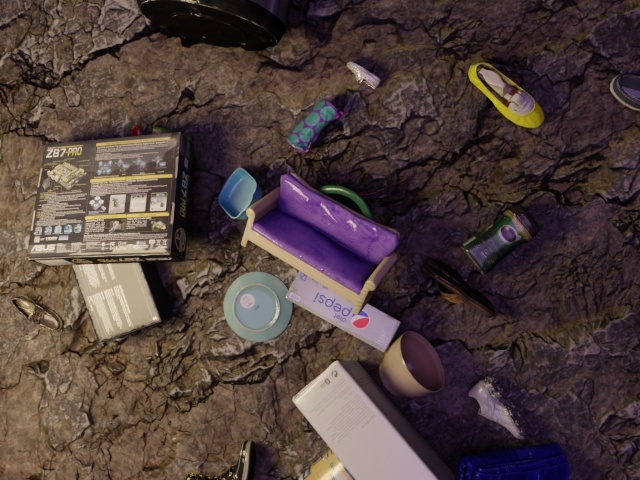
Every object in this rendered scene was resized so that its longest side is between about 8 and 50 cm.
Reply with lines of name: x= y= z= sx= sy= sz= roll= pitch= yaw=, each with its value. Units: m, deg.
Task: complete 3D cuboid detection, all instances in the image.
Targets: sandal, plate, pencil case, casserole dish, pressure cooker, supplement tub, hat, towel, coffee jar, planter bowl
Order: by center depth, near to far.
pressure cooker: x=-0.231 y=-0.706 z=1.469 sx=0.375 sy=0.370 sz=0.421 roll=12 pitch=91 yaw=23
towel: x=0.464 y=0.615 z=1.482 sx=0.308 sy=0.076 sz=0.228 roll=3 pitch=90 yaw=-25
coffee jar: x=0.450 y=-0.005 z=1.544 sx=0.184 sy=0.079 sz=0.096 roll=-38 pitch=84 yaw=6
planter bowl: x=0.217 y=0.324 z=1.547 sx=0.109 sy=0.162 sz=0.162 roll=-39 pitch=86 yaw=32
supplement tub: x=0.035 y=0.617 z=1.564 sx=0.199 sy=0.144 sz=0.144 roll=-43 pitch=86 yaw=5
sandal: x=0.344 y=0.130 z=1.567 sx=0.219 sy=0.090 sz=0.060 roll=37 pitch=116 yaw=-2
casserole dish: x=-0.203 y=-0.116 z=1.588 sx=0.037 sy=0.188 sz=0.114 roll=30 pitch=97 yaw=-35
pencil case: x=-0.016 y=-0.294 z=1.600 sx=0.070 sy=0.064 sz=0.152 roll=44 pitch=96 yaw=20
hat: x=0.099 y=-0.093 z=1.610 sx=0.208 sy=0.183 sz=0.173 roll=18 pitch=125 yaw=22
plate: x=-0.168 y=0.177 z=1.642 sx=0.188 sy=0.024 sz=0.188 roll=0 pitch=91 yaw=6

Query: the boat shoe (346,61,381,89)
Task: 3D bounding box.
boat shoe: x=0.107 y=-0.425 z=1.601 sx=0.100 sy=0.035 sz=0.035 roll=32 pitch=91 yaw=-2

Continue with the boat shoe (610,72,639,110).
boat shoe: x=0.835 y=-0.343 z=1.497 sx=0.254 sy=0.079 sz=0.095 roll=28 pitch=94 yaw=5

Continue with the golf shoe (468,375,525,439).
golf shoe: x=0.447 y=0.432 z=1.567 sx=0.086 sy=0.069 sz=0.176 roll=-37 pitch=83 yaw=26

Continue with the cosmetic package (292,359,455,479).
cosmetic package: x=0.134 y=0.477 z=1.476 sx=0.156 sy=0.217 sz=0.385 roll=-43 pitch=69 yaw=5

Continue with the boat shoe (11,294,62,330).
boat shoe: x=-0.782 y=0.203 z=1.697 sx=0.152 sy=0.049 sz=0.056 roll=29 pitch=93 yaw=5

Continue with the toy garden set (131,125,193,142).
toy garden set: x=-0.474 y=-0.190 z=1.659 sx=0.203 sy=0.049 sz=0.244 roll=15 pitch=92 yaw=6

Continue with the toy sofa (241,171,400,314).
toy sofa: x=0.000 y=0.000 z=1.505 sx=0.362 sy=0.150 sz=0.177 roll=31 pitch=128 yaw=12

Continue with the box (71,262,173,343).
box: x=-0.529 y=0.117 z=1.643 sx=0.184 sy=0.103 sz=0.261 roll=-20 pitch=88 yaw=8

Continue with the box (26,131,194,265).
box: x=-0.528 y=-0.101 z=1.567 sx=0.394 sy=0.097 sz=0.318 roll=-3 pitch=76 yaw=13

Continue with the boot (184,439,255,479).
boot: x=-0.271 y=0.630 z=1.629 sx=0.178 sy=0.085 sz=0.237 roll=11 pitch=92 yaw=8

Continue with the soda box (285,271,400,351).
soda box: x=0.059 y=0.172 z=1.580 sx=0.286 sy=0.098 sz=0.091 roll=28 pitch=93 yaw=5

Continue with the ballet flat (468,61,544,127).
ballet flat: x=0.464 y=-0.364 z=1.539 sx=0.231 sy=0.077 sz=0.077 roll=41 pitch=94 yaw=4
